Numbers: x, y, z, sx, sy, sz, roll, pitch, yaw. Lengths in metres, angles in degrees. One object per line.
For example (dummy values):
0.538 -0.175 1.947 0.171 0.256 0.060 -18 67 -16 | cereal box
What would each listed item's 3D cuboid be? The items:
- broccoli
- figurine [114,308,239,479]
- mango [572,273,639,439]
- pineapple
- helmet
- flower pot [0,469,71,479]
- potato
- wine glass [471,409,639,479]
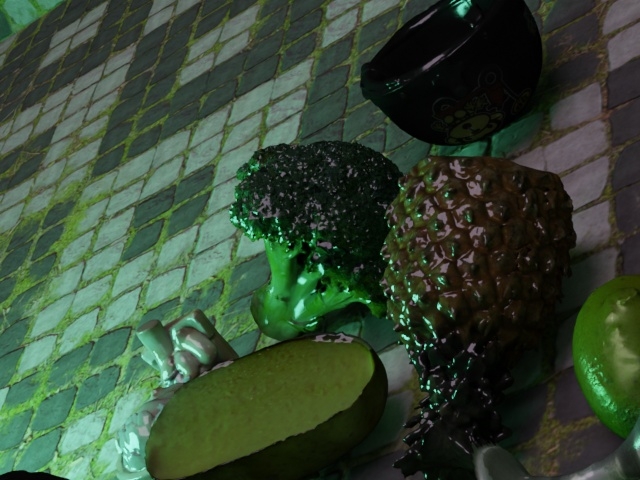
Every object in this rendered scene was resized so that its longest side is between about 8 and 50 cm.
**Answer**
0.000 0.000 1.878 0.269 0.254 0.269 -56 -5 -8 | broccoli
-0.170 0.199 1.847 0.162 0.141 0.237 -29 29 32 | figurine
0.289 0.104 1.445 0.119 0.100 0.178 -22 43 25 | mango
0.146 0.085 1.593 0.202 0.202 0.362 -16 50 39 | pineapple
0.181 -0.213 1.997 0.230 0.160 0.279 -35 14 16 | helmet
-0.365 0.395 1.700 0.267 0.266 0.266 -25 30 46 | flower pot
-0.046 0.203 1.704 0.271 0.111 0.160 -24 33 8 | potato
0.285 0.160 1.306 0.321 0.143 0.143 -32 28 22 | wine glass
